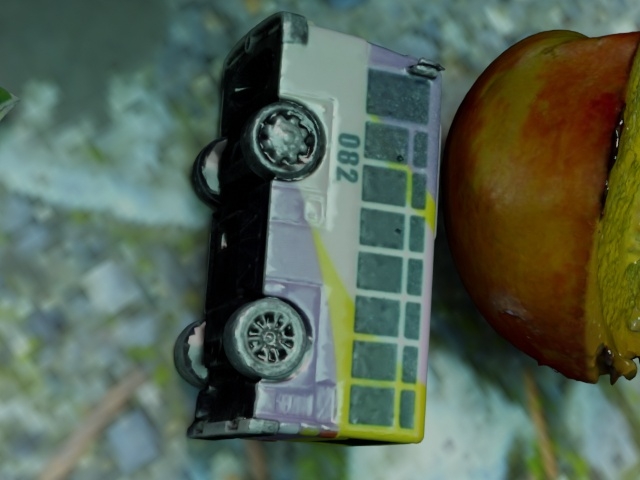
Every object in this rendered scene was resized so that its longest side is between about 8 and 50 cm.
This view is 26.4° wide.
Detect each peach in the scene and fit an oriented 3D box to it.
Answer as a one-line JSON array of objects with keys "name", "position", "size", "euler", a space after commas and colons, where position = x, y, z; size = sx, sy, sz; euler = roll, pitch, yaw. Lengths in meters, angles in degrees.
[{"name": "peach", "position": [0.065, -0.012, 0.367], "size": [0.098, 0.061, 0.098], "euler": [-33, 128, -57]}]

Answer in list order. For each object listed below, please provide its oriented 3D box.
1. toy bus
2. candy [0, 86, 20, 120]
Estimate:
[{"name": "toy bus", "position": [0.000, 0.000, 0.342], "size": [0.058, 0.052, 0.102], "euler": [9, 77, -22]}, {"name": "candy", "position": [-0.096, -0.064, 0.330], "size": [0.030, 0.020, 0.083], "euler": [-14, 84, -25]}]
